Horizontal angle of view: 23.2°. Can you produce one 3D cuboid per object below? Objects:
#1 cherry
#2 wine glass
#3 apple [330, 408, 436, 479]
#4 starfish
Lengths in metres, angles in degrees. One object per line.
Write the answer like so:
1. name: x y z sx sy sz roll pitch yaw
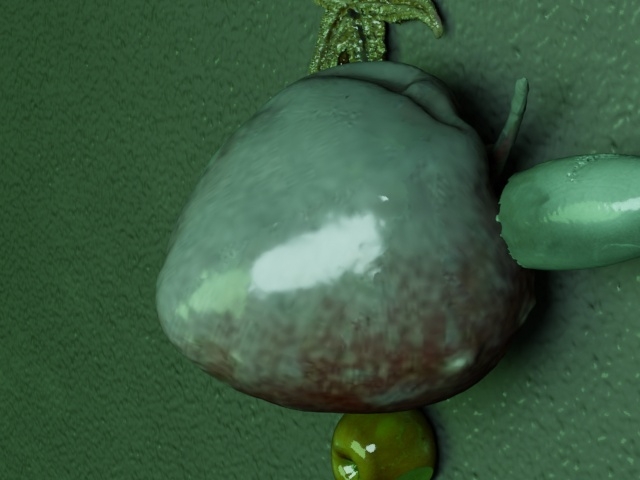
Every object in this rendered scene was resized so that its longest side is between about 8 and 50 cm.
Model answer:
1. cherry: 0.026 -0.006 1.419 0.291 0.335 0.326 74 -163 -73
2. wine glass: 0.280 -0.116 1.205 0.310 0.096 0.264 -7 83 43
3. apple: 0.060 0.215 1.597 0.099 0.102 0.114 56 138 28
4. starfish: 0.038 -0.231 1.578 0.240 0.043 0.227 22 117 46
